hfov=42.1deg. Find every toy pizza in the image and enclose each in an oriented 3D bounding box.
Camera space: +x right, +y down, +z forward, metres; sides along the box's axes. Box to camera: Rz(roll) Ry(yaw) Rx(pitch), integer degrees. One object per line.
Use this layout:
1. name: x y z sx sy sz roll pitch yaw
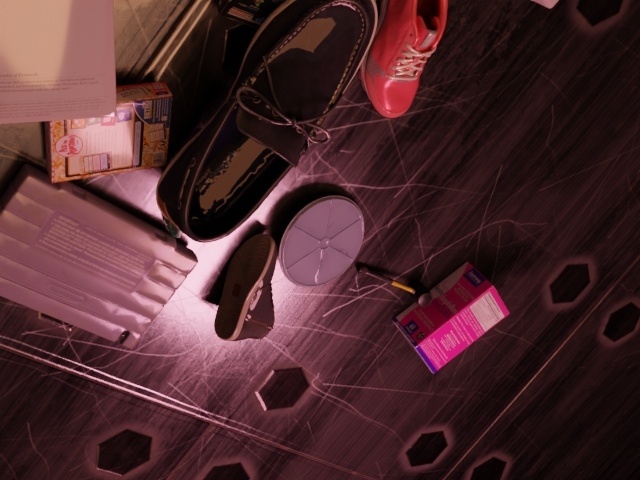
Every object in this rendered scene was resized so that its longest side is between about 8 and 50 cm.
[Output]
1. toy pizza: 0.000 0.000 1.646 0.201 0.032 0.201 -19 126 -28

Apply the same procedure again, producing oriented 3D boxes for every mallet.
1. mallet: 0.155 0.087 1.792 0.190 0.062 0.039 25 105 -20

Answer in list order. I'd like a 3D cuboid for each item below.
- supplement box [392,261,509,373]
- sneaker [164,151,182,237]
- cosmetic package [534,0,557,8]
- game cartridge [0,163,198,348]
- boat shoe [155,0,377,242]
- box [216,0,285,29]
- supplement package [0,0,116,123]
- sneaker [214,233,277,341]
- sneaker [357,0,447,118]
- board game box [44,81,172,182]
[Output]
1. supplement box: 0.291 0.171 1.858 0.220 0.111 0.114 -37 128 -2
2. sneaker: -0.231 -0.088 1.476 0.076 0.065 0.166 -16 130 -38
3. cosmetic package: 0.253 -0.544 1.240 0.156 0.217 0.385 -50 141 2
4. game cartridge: -0.414 0.034 1.453 0.355 0.068 0.230 32 98 -37
5. boat shoe: -0.077 -0.195 1.323 0.187 0.156 0.500 33 104 -33
6. box: -0.029 -0.400 1.329 0.220 0.051 0.175 12 142 -32
7. supplement package: -0.389 -0.333 1.157 0.175 0.177 0.293 -8 123 -23
8. sneaker: -0.125 0.093 1.635 0.118 0.083 0.222 11 106 -55
9. sneaker: 0.149 -0.349 1.446 0.116 0.136 0.314 -6 122 -23
10. board game box: -0.340 -0.174 1.335 0.193 0.045 0.147 -11 137 -27
